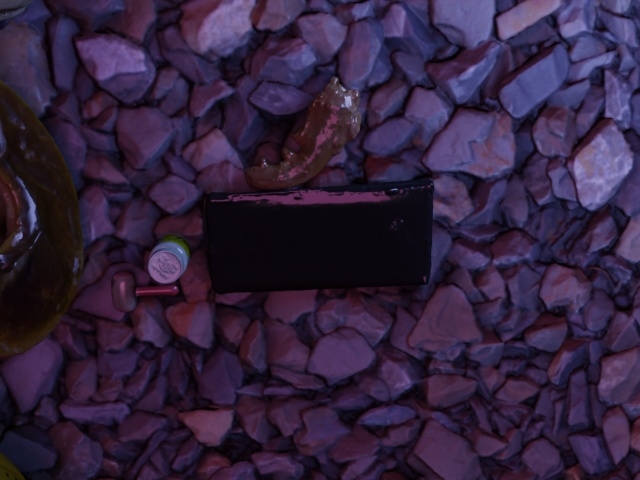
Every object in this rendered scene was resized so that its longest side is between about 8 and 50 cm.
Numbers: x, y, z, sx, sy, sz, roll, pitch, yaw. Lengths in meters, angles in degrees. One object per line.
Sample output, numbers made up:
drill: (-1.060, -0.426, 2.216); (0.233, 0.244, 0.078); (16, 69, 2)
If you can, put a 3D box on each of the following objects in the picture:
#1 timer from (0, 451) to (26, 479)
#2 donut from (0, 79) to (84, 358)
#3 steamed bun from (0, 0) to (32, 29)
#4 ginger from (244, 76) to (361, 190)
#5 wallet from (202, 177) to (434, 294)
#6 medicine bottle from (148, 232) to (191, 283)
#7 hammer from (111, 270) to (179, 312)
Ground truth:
timer: (-0.519, 0.356, 0.906); (0.387, 0.376, 0.376); (40, 102, 34)
donut: (-0.405, -0.025, 0.824); (0.159, 0.330, 0.330); (-12, 104, 21)
steamed bun: (-0.395, -0.276, 0.715); (0.319, 0.275, 0.206); (20, 132, 22)
ginger: (-0.015, -0.115, 0.939); (0.069, 0.051, 0.173); (43, 96, -7)
wallet: (0.000, 0.000, 0.964); (0.285, 0.030, 0.146); (-3, 119, -3)
medicine bottle: (-0.183, 0.022, 0.946); (0.047, 0.083, 0.047); (-1, 102, -5)
hammer: (-0.221, 0.063, 0.983); (0.083, 0.031, 0.053); (-2, 107, -8)
